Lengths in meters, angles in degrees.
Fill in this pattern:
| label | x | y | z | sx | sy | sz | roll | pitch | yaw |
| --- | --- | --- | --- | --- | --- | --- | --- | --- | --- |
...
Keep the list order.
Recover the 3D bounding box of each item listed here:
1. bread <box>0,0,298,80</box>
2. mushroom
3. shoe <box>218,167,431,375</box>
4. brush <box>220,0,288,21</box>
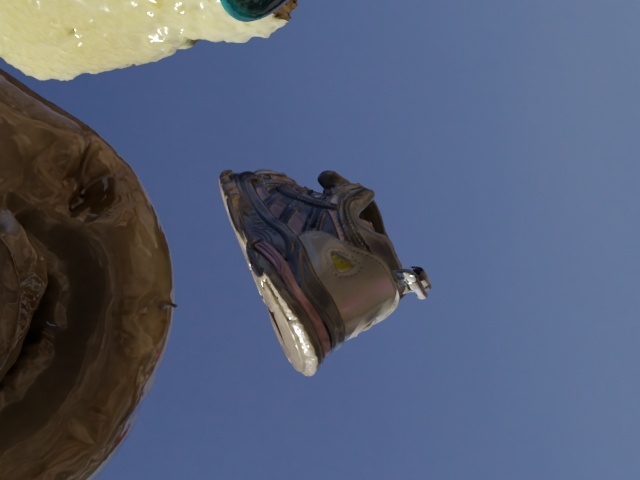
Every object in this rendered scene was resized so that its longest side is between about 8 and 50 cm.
| label | x | y | z | sx | sy | sz | roll | pitch | yaw |
| --- | --- | --- | --- | --- | --- | --- | --- | --- | --- |
| bread | -0.186 | -0.266 | 1.419 | 0.236 | 0.375 | 0.165 | 48 | -122 | -30 |
| mushroom | -0.202 | 0.036 | 0.884 | 0.292 | 0.290 | 0.293 | 0 | -89 | -23 |
| shoe | 0.000 | 0.000 | 1.011 | 0.180 | 0.092 | 0.089 | -117 | 5 | -58 |
| brush | 0.022 | -0.139 | 0.539 | 0.193 | 0.032 | 0.043 | -48 | -32 | -25 |
